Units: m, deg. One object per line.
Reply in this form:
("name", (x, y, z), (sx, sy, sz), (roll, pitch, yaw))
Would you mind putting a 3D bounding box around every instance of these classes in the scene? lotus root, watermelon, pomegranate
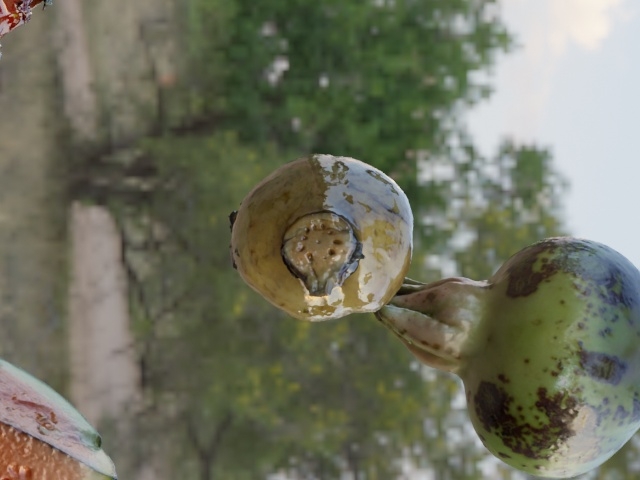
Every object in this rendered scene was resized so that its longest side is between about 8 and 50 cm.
("lotus root", (0.000, 0.000, 1.556), (0.257, 0.154, 0.140), (104, -17, -84))
("watermelon", (-0.279, 0.191, 1.656), (0.145, 0.193, 0.137), (-103, 179, -75))
("pomegranate", (0.200, 0.097, 1.754), (0.204, 0.276, 0.222), (-23, -137, 56))

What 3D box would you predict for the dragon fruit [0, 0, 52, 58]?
("dragon fruit", (-0.252, -0.207, 1.435), (0.142, 0.175, 0.138), (-97, 169, -71))
